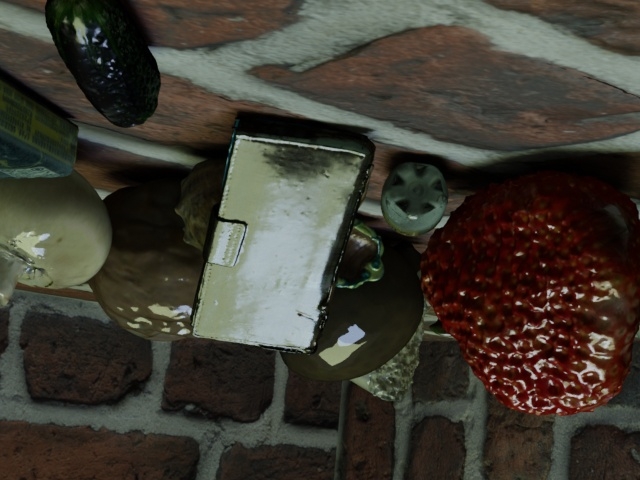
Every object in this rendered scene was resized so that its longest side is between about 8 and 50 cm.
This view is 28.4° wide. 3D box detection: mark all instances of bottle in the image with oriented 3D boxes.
[{"bbox_3d":[0.118,-0.042,1.628,0.083,0.083,0.269,5,171,3],"label":"bottle"}]

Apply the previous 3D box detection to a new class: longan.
[{"bbox_3d":[0.047,0.103,2.141,0.243,0.300,0.300,53,152,-16],"label":"longan"}]

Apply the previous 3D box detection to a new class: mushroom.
[{"bbox_3d":[-0.392,-0.015,1.625,0.246,0.202,0.246,16,160,6],"label":"mushroom"}]

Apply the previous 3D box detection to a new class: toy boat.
[{"bbox_3d":[-0.009,-0.006,1.889,0.099,0.108,0.293,38,-173,37],"label":"toy boat"}]

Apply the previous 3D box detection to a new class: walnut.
[{"bbox_3d":[-0.201,0.028,1.797,0.273,0.226,0.273,3,170,0],"label":"walnut"}]

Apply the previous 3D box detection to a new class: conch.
[{"bbox_3d":[-0.055,-0.025,1.592,0.291,0.158,0.210,-6,165,43],"label":"conch"}]

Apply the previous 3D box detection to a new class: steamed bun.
[{"bbox_3d":[0.096,0.169,2.414,0.274,0.272,0.290,3,167,16],"label":"steamed bun"}]

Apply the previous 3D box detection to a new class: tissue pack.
[{"bbox_3d":[-0.400,-0.128,1.377,0.185,0.081,0.257,2,171,13],"label":"tissue pack"}]

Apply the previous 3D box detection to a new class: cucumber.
[{"bbox_3d":[-0.186,-0.161,1.085,0.075,0.074,0.241,5,170,3],"label":"cucumber"}]

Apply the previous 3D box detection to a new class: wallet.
[{"bbox_3d":[-0.050,0.000,1.489,0.169,0.044,0.317,9,127,-9],"label":"wallet"}]

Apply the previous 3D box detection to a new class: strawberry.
[{"bbox_3d":[0.290,0.051,1.547,0.267,0.312,0.351,-21,162,-25],"label":"strawberry"}]

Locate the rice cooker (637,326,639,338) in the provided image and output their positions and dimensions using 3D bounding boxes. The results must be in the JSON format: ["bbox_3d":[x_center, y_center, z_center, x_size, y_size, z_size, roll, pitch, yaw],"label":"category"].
[{"bbox_3d":[0.526,0.052,1.617,0.226,0.226,0.244,8,172,-19],"label":"rice cooker"}]
